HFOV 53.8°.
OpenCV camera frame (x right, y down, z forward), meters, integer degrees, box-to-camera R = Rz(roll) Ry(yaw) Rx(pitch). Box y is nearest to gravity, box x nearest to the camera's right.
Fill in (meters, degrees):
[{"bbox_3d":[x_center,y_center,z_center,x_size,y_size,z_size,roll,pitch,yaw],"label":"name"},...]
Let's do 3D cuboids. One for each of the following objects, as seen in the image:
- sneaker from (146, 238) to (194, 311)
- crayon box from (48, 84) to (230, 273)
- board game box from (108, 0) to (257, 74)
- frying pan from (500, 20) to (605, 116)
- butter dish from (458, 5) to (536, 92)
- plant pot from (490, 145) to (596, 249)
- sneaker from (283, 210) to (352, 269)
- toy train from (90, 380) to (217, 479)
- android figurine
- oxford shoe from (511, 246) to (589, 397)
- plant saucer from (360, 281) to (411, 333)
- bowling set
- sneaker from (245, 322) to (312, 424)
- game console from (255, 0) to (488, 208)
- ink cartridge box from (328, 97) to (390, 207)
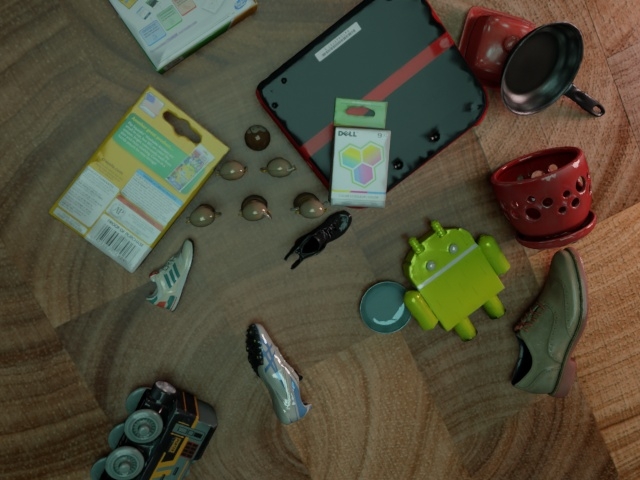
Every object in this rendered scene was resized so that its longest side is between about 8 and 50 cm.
[{"bbox_3d":[-0.317,0.067,1.323,0.075,0.057,0.161,17,99,-14],"label":"sneaker"},{"bbox_3d":[-0.359,-0.123,1.276,0.203,0.083,0.323,39,94,-11],"label":"crayon box"},{"bbox_3d":[-0.310,-0.527,1.228,0.242,0.064,0.316,-34,101,0],"label":"board game box"},{"bbox_3d":[0.496,-0.351,1.293,0.326,0.053,0.197,-6,129,-27],"label":"frying pan"},{"bbox_3d":[0.376,-0.397,1.299,0.160,0.118,0.160,13,97,-9],"label":"butter dish"},{"bbox_3d":[0.473,-0.084,1.325,0.191,0.191,0.174,-22,106,-3],"label":"plant pot"},{"bbox_3d":[-0.001,-0.002,1.332,0.170,0.089,0.051,-32,101,0],"label":"sneaker"},{"bbox_3d":[-0.362,0.464,1.346,0.190,0.142,0.333,26,95,-19],"label":"toy train"},{"bbox_3d":[0.294,0.083,1.391,0.248,0.056,0.272,-34,102,-6],"label":"android figurine"},{"bbox_3d":[0.505,0.184,1.405,0.130,0.123,0.348,5,97,-2],"label":"oxford shoe"},{"bbox_3d":[0.146,0.148,1.406,0.120,0.021,0.119,-1,100,-6],"label":"plant saucer"},{"bbox_3d":[-0.138,-0.129,1.264,0.287,0.154,0.199,-9,100,-6],"label":"bowling set"},{"bbox_3d":[-0.094,0.284,1.378,0.086,0.085,0.237,-27,98,-28],"label":"sneaker"},{"bbox_3d":[0.116,-0.286,1.282,0.387,0.060,0.342,-38,102,3],"label":"game console"},{"bbox_3d":[0.077,-0.172,1.241,0.109,0.062,0.209,3,101,-5],"label":"ink cartridge box"}]
